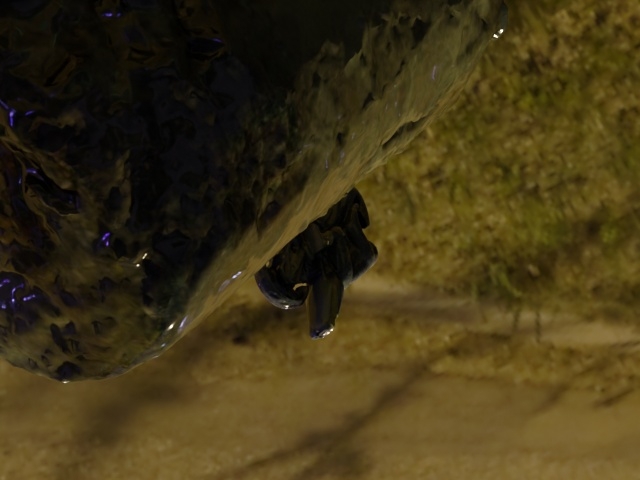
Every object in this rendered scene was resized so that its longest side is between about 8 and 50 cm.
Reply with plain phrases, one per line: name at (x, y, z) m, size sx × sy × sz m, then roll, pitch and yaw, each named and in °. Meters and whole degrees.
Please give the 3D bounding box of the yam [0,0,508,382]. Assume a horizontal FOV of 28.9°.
yam at (-0.061, -0.080, 0.570) m, size 0.300 × 0.195 × 0.195 m, roll -40°, pitch 171°, yaw -48°

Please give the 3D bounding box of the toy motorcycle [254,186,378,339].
toy motorcycle at (0.000, 0.000, 1.053) m, size 0.124 × 0.193 × 0.061 m, roll 35°, pitch 130°, yaw -26°
